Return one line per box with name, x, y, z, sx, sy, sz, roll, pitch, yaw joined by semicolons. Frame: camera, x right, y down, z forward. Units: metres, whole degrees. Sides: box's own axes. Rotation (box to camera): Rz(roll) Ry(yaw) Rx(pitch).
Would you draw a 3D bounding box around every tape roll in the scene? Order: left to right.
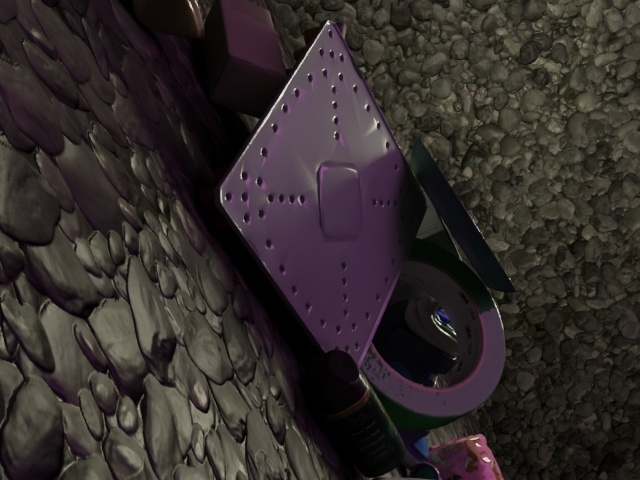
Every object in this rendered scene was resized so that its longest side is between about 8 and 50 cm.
tape roll;0.154;0.150;1.453;0.077;0.321;0.321;-46;-120;53

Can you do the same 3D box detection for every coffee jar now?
coffee jar;0.048;0.242;1.223;0.184;0.079;0.096;60;0;-33

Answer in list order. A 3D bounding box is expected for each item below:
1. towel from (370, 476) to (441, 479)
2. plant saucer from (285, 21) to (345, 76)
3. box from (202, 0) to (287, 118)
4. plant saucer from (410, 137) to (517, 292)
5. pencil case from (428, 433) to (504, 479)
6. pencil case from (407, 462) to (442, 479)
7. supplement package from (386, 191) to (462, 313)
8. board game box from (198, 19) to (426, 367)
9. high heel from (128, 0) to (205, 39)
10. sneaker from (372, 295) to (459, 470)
towel;0.246;0.493;1.170;0.320;0.090;0.374;16;37;-30
plant saucer;-0.034;-0.192;1.553;0.400;0.100;0.400;-170;-90;-89
box;-0.139;-0.329;1.528;0.113;0.094;0.275;18;32;-21
plant saucer;0.242;-0.036;1.529;0.317;0.043;0.317;55;10;-14
pencil case;0.326;0.579;1.738;0.160;0.167;0.386;9;55;-54
pencil case;0.214;0.480;1.640;0.152;0.064;0.070;57;-1;-43
supplement package;0.142;0.067;1.684;0.204;0.262;0.145;59;10;-33
board game box;0.011;-0.056;1.287;0.390;0.050;0.390;58;44;-35
high heel;-0.243;-0.403;1.202;0.261;0.093;0.186;37;34;-54
sneaker;0.202;0.256;1.609;0.323;0.236;0.130;63;9;-16
